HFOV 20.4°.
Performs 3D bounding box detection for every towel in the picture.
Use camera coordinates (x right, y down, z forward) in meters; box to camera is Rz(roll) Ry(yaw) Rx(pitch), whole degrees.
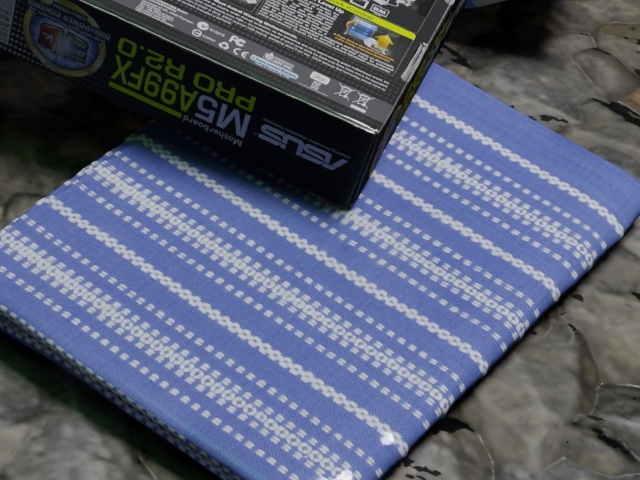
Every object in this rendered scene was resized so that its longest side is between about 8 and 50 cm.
[{"bbox_3d":[0.000,0.000,0.953,0.243,0.040,0.336,32,46,21],"label":"towel"}]

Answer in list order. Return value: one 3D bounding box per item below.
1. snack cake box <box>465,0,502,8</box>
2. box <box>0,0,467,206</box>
[{"bbox_3d":[0.121,-0.257,1.186,0.152,0.089,0.264,-7,34,23],"label":"snack cake box"},{"bbox_3d":[-0.061,-0.154,1.010,0.270,0.060,0.216,24,43,4],"label":"box"}]
